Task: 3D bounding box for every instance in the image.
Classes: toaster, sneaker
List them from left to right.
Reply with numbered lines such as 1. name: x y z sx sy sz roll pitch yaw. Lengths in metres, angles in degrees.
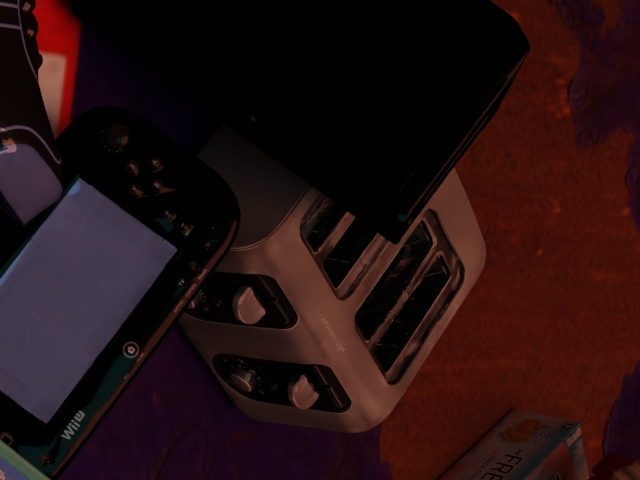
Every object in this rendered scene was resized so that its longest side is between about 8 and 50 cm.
1. sneaker: -0.160 -0.122 0.766 0.090 0.081 0.232 -31 112 -16
2. toaster: 0.000 0.000 0.992 0.185 0.110 0.168 -54 134 -28

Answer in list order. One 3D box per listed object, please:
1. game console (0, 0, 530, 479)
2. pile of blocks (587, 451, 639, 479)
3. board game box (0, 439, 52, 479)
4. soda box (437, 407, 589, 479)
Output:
1. game console: -0.071 -0.024 0.860 0.361 0.213 0.044 -54 174 -12
2. pile of blocks: 0.203 0.275 1.265 0.149 0.112 0.362 -32 144 -21
3. board game box: -0.189 0.192 0.761 0.210 0.047 0.160 -54 136 -14
4. soda box: 0.121 0.195 1.209 0.183 0.063 0.058 -37 124 -40
